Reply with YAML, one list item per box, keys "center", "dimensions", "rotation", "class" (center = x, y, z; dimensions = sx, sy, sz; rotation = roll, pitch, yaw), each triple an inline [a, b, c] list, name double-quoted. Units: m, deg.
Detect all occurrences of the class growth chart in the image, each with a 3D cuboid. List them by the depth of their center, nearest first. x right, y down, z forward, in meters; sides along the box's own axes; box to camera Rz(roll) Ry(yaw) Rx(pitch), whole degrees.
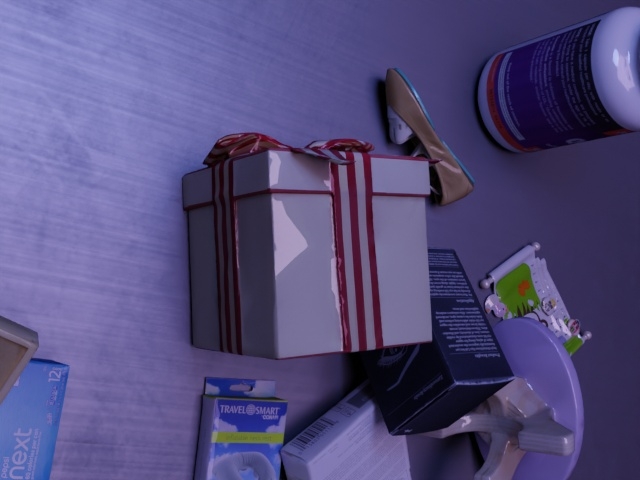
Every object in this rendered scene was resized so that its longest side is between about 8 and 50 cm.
- center: [0.366, 0.125, 1.299]
  dimensions: [0.172, 0.021, 0.237]
  rotation: [-41, 108, -27]
  class: "growth chart"

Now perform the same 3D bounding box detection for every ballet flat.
- center: [0.148, -0.147, 1.143]
  dimensions: [0.073, 0.080, 0.232]
  rotation: [-37, 106, 2]
  class: "ballet flat"

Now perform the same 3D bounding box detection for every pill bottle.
- center: [0.411, -0.243, 1.169]
  dimensions: [0.182, 0.323, 0.181]
  rotation: [2, 86, -33]
  class: "pill bottle"

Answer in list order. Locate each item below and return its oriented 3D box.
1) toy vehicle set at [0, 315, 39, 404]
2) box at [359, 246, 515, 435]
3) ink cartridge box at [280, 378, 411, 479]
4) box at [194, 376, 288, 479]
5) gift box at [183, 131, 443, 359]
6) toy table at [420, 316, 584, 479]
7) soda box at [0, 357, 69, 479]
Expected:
- center: [-0.412, 0.168, 0.717]
  dimensions: [0.166, 0.035, 0.266]
  rotation: [34, 91, -28]
  class: "toy vehicle set"
- center: [0.137, 0.133, 1.018]
  dimensions: [0.108, 0.153, 0.207]
  rotation: [2, 54, -34]
  class: "box"
- center: [0.047, 0.334, 1.057]
  dimensions: [0.189, 0.066, 0.232]
  rotation: [-31, 125, -38]
  class: "ink cartridge box"
- center: [-0.102, 0.268, 0.968]
  dimensions: [0.109, 0.042, 0.178]
  rotation: [10, 82, -33]
  class: "box"
- center: [0.000, 0.000, 0.920]
  dimensions: [0.255, 0.276, 0.258]
  rotation: [-1, 86, -39]
  class: "gift box"
- center: [0.268, 0.260, 1.113]
  dimensions: [0.161, 0.252, 0.274]
  rotation: [-6, 81, -50]
  class: "toy table"
- center: [-0.325, 0.230, 0.805]
  dimensions: [0.067, 0.071, 0.210]
  rotation: [14, 80, -31]
  class: "soda box"
